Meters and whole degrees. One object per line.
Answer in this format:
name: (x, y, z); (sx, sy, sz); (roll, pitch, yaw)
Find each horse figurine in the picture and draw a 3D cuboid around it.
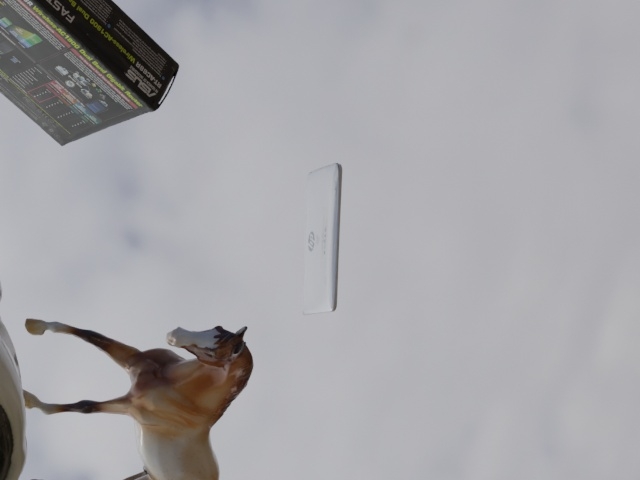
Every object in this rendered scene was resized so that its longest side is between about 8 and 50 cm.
horse figurine: (-0.136, 0.156, 1.257); (0.066, 0.174, 0.263); (-77, -9, -59)

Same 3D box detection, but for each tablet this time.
tablet: (0.000, 0.000, 0.944); (0.006, 0.054, 0.083); (5, -96, -19)

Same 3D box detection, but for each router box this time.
router box: (-0.154, -0.113, 0.931); (0.122, 0.092, 0.038); (43, -126, -29)

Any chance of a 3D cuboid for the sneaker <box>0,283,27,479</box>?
sneaker: (-0.222, 0.050, 0.466); (0.118, 0.292, 0.110); (-101, -4, -47)
